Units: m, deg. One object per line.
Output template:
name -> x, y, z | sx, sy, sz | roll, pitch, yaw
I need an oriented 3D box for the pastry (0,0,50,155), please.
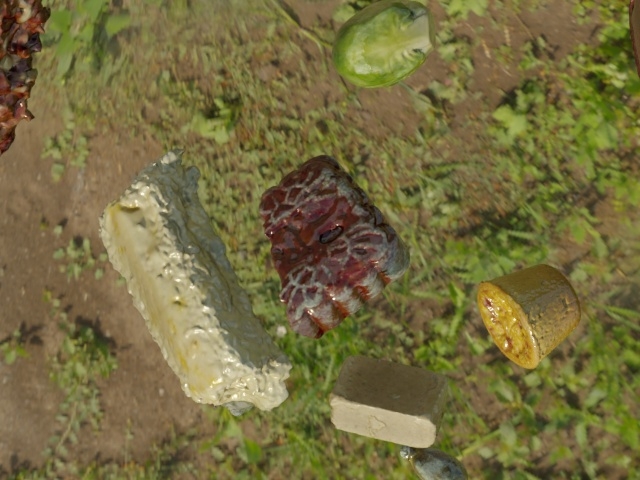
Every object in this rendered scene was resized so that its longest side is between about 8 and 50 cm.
pastry -> -0.270, -0.136, 0.734 | 0.115, 0.097, 0.208 | 37, 135, 6

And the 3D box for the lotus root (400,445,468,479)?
lotus root -> 0.244, 0.482, 2.109 | 0.088, 0.165, 0.088 | -38, 143, -36

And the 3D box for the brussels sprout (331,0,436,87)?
brussels sprout -> 0.090, -0.275, 1.397 | 0.155, 0.155, 0.117 | -15, 108, -3

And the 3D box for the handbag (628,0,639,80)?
handbag -> 0.302, -0.162, 0.808 | 0.084, 0.275, 0.260 | -3, 158, 14

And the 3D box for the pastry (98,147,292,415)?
pastry -> -0.122, 0.053, 0.944 | 0.089, 0.121, 0.258 | -18, 79, -40

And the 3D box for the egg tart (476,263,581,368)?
egg tart -> 0.430, 0.145, 2.029 | 0.147, 0.202, 0.202 | -26, 118, -18

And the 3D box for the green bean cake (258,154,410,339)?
green bean cake -> 0.000, 0.000, 1.450 | 0.198, 0.233, 0.097 | -35, 148, 3

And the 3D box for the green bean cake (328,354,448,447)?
green bean cake -> 0.111, 0.260, 1.614 | 0.179, 0.109, 0.085 | 10, 131, 12
